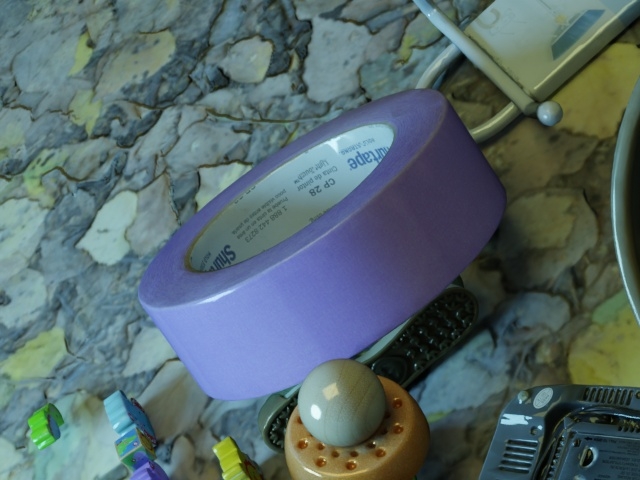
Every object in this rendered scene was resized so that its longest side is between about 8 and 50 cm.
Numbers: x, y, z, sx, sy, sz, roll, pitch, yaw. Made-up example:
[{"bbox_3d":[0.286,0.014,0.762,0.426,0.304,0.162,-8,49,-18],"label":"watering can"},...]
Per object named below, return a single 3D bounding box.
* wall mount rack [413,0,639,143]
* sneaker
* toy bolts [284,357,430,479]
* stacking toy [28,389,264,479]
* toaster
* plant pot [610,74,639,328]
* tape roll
[{"bbox_3d":[0.206,-0.202,1.546,0.350,0.130,0.304,-42,42,3],"label":"wall mount rack"},{"bbox_3d":[0.029,0.080,1.514,0.192,0.064,0.086,-37,35,7],"label":"sneaker"},{"bbox_3d":[-0.014,0.206,1.339,0.218,0.158,0.228,-20,47,2],"label":"toy bolts"},{"bbox_3d":[-0.140,0.169,1.581,0.167,0.052,0.221,-34,41,8],"label":"stacking toy"},{"bbox_3d":[0.215,0.174,1.227,0.227,0.146,0.129,0,59,39],"label":"toaster"},{"bbox_3d":[0.358,-0.037,1.156,0.323,0.280,0.323,4,102,22],"label":"plant pot"},{"bbox_3d":[0.000,0.000,1.490,0.275,0.090,0.275,-32,17,11],"label":"tape roll"}]
